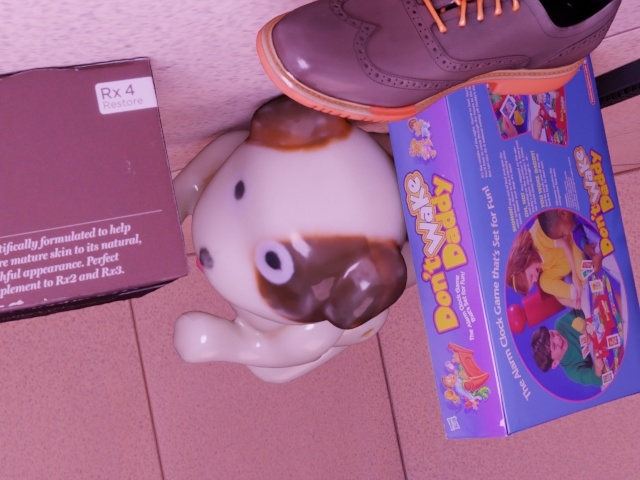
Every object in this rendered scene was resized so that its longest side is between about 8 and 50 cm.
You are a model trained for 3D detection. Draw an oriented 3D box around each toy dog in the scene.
[{"bbox_3d":[0.000,0.000,1.306,0.395,0.285,0.408,-12,175,6],"label":"toy dog"}]

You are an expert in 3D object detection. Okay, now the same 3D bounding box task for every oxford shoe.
[{"bbox_3d":[0.083,-0.147,0.810,0.271,0.097,0.098,-14,160,-33],"label":"oxford shoe"}]

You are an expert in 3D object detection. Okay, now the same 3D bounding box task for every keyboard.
[{"bbox_3d":[0.333,-0.177,1.506,0.201,0.033,0.317,-10,176,-21],"label":"keyboard"}]

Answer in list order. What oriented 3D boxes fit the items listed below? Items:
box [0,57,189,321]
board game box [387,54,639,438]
[{"bbox_3d":[-0.215,-0.029,0.970,0.168,0.167,0.203,-10,177,-18],"label":"box"},{"bbox_3d":[0.193,-0.005,1.194,0.233,0.347,0.078,-8,176,-42],"label":"board game box"}]
